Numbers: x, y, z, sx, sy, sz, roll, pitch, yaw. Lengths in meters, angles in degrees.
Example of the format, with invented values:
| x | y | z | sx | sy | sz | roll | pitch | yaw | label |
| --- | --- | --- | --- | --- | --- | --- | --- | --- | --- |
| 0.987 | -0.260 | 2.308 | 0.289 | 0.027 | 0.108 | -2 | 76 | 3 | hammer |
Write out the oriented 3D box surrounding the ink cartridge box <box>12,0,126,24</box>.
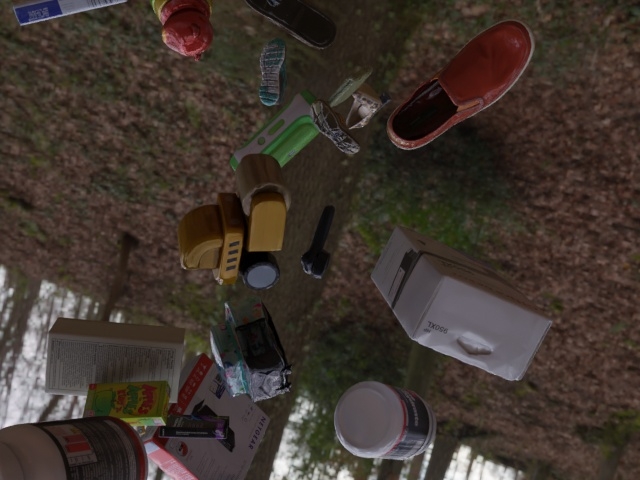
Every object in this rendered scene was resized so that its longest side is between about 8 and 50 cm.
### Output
| x | y | z | sx | sy | sz | roll | pitch | yaw | label |
| --- | --- | --- | --- | --- | --- | --- | --- | --- | --- |
| -0.688 | -0.728 | 2.251 | 0.324 | 0.071 | 0.330 | -11 | -155 | 9 | ink cartridge box |

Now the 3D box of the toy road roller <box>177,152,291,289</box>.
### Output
| x | y | z | sx | sy | sz | roll | pitch | yaw | label |
| --- | --- | --- | --- | --- | --- | --- | --- | --- | --- |
| -0.217 | -0.040 | 1.846 | 0.241 | 0.329 | 0.202 | 0 | -142 | -17 | toy road roller |

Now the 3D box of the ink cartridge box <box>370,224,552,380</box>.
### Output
| x | y | z | sx | sy | sz | roll | pitch | yaw | label |
| --- | --- | --- | --- | --- | --- | --- | --- | --- | --- |
| 0.314 | 0.134 | 1.786 | 0.285 | 0.166 | 0.395 | 22 | -168 | -15 | ink cartridge box |

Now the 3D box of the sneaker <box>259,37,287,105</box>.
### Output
| x | y | z | sx | sy | sz | roll | pitch | yaw | label |
| --- | --- | --- | --- | --- | --- | --- | --- | --- | --- |
| -0.110 | -0.410 | 1.875 | 0.065 | 0.166 | 0.076 | 10 | -178 | 20 | sneaker |

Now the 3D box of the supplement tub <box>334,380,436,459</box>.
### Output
| x | y | z | sx | sy | sz | roll | pitch | yaw | label |
| --- | --- | --- | --- | --- | --- | --- | --- | --- | --- |
| 0.176 | 0.477 | 2.006 | 0.191 | 0.191 | 0.272 | 21 | 176 | 34 | supplement tub |

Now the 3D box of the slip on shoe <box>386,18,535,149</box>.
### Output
| x | y | z | sx | sy | sz | roll | pitch | yaw | label |
| --- | --- | --- | --- | --- | --- | --- | --- | --- | --- |
| 0.261 | -0.287 | 1.435 | 0.123 | 0.331 | 0.101 | 54 | -163 | 1 | slip on shoe |

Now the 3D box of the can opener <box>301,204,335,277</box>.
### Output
| x | y | z | sx | sy | sz | roll | pitch | yaw | label |
| --- | --- | --- | --- | --- | --- | --- | --- | --- | --- |
| 0.000 | 0.000 | 1.920 | 0.073 | 0.186 | 0.059 | 16 | -179 | 3 | can opener |

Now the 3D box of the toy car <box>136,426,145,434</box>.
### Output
| x | y | z | sx | sy | sz | roll | pitch | yaw | label |
| --- | --- | --- | --- | --- | --- | --- | --- | --- | --- |
| -0.482 | 0.469 | 1.829 | 0.122 | 0.040 | 0.060 | -18 | 160 | -5 | toy car |

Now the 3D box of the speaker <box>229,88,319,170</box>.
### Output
| x | y | z | sx | sy | sz | roll | pitch | yaw | label |
| --- | --- | --- | --- | --- | --- | --- | --- | --- | --- |
| -0.110 | -0.281 | 2.122 | 0.131 | 0.296 | 0.131 | 47 | -171 | -10 | speaker |

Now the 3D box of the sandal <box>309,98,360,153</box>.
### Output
| x | y | z | sx | sy | sz | roll | pitch | yaw | label |
| --- | --- | --- | --- | --- | --- | --- | --- | --- | --- |
| 0.039 | -0.291 | 1.924 | 0.072 | 0.049 | 0.180 | -17 | 131 | 41 | sandal |

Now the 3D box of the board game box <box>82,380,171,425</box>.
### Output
| x | y | z | sx | sy | sz | roll | pitch | yaw | label |
| --- | --- | --- | --- | --- | --- | --- | --- | --- | --- |
| -0.437 | 0.370 | 1.724 | 0.181 | 0.043 | 0.092 | -3 | -130 | 4 | board game box |

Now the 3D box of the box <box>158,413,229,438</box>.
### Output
| x | y | z | sx | sy | sz | roll | pitch | yaw | label |
| --- | --- | --- | --- | --- | --- | --- | --- | --- | --- |
| -0.308 | 0.456 | 1.872 | 0.162 | 0.029 | 0.116 | 1 | -178 | -4 | box |

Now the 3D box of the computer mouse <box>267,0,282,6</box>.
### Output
| x | y | z | sx | sy | sz | roll | pitch | yaw | label |
| --- | --- | --- | --- | --- | --- | --- | --- | --- | --- |
| -0.181 | -0.485 | 1.379 | 0.262 | 0.060 | 0.184 | 22 | -165 | -22 | computer mouse |

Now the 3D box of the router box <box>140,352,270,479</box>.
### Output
| x | y | z | sx | sy | sz | roll | pitch | yaw | label |
| --- | --- | --- | --- | --- | --- | --- | --- | --- | --- |
| -0.317 | 0.535 | 2.143 | 0.301 | 0.082 | 0.335 | 48 | -146 | -16 | router box |

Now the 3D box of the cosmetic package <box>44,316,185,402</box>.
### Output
| x | y | z | sx | sy | sz | roll | pitch | yaw | label |
| --- | --- | --- | --- | --- | --- | --- | --- | --- | --- |
| -0.486 | 0.285 | 1.823 | 0.309 | 0.160 | 0.113 | 7 | -168 | -10 | cosmetic package |

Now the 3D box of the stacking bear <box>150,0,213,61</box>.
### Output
| x | y | z | sx | sy | sz | roll | pitch | yaw | label |
| --- | --- | --- | --- | --- | --- | --- | --- | --- | --- |
| -0.334 | -0.565 | 1.829 | 0.164 | 0.175 | 0.289 | -8 | -118 | -18 | stacking bear |

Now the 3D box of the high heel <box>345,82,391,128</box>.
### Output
| x | y | z | sx | sy | sz | roll | pitch | yaw | label |
| --- | --- | --- | --- | --- | --- | --- | --- | --- | --- |
| 0.119 | -0.434 | 2.547 | 0.093 | 0.186 | 0.261 | 59 | -155 | 12 | high heel |

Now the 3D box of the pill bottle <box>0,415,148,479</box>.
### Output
| x | y | z | sx | sy | sz | roll | pitch | yaw | label |
| --- | --- | --- | --- | --- | --- | --- | --- | --- | --- |
| -0.500 | 0.436 | 1.393 | 0.210 | 0.210 | 0.363 | 18 | 179 | 25 | pill bottle |

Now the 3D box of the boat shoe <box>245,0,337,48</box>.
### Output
| x | y | z | sx | sy | sz | roll | pitch | yaw | label |
| --- | --- | --- | --- | --- | --- | --- | --- | --- | --- |
| -0.099 | -0.562 | 1.811 | 0.307 | 0.111 | 0.104 | 41 | -176 | -15 | boat shoe |

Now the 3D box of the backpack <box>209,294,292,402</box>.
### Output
| x | y | z | sx | sy | sz | roll | pitch | yaw | label |
| --- | --- | --- | --- | --- | --- | --- | --- | --- | --- |
| -0.190 | 0.278 | 2.011 | 0.191 | 0.225 | 0.253 | -11 | -127 | -8 | backpack |

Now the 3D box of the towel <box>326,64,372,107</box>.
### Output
| x | y | z | sx | sy | sz | roll | pitch | yaw | label |
| --- | --- | --- | --- | --- | --- | --- | --- | --- | --- |
| 0.072 | -0.412 | 2.060 | 0.027 | 0.148 | 0.110 | 51 | -132 | 0 | towel |
